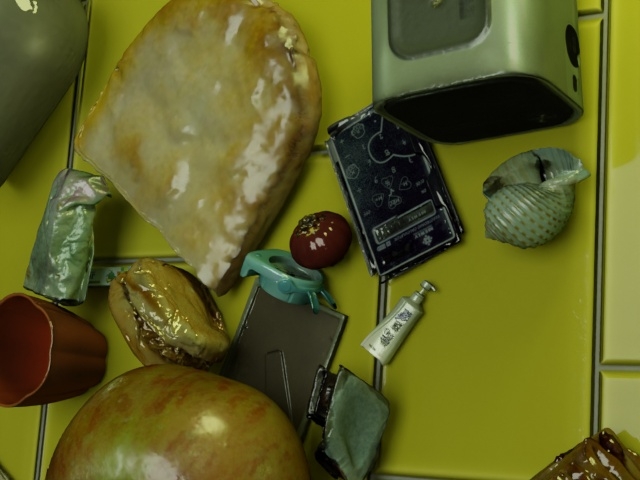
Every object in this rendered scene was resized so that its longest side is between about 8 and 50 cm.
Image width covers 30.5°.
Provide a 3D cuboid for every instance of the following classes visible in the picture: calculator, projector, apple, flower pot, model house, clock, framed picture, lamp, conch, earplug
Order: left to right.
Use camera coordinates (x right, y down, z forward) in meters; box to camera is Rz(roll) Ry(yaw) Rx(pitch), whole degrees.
[{"bbox_3d":[-0.605,-0.328,2.102,0.312,0.313,0.394,45,103,30],"label":"earplug"},{"bbox_3d":[-0.462,0.195,1.983,0.191,0.173,0.190,-8,74,30],"label":"flower pot"},{"bbox_3d":[-0.196,0.368,1.690,0.400,0.333,0.400,8,112,20],"label":"apple"},{"bbox_3d":[-0.076,0.205,1.832,0.189,0.023,0.260,20,91,33],"label":"framed picture"},{"bbox_3d":[-0.042,0.063,1.795,0.147,0.108,0.045,31,111,29],"label":"clock"},{"bbox_3d":[0.000,0.000,1.791,0.101,0.090,0.101,-27,29,16],"label":"lamp"},{"bbox_3d":[0.020,0.263,1.713,0.152,0.106,0.165,8,80,64],"label":"model house"},{"bbox_3d":[0.107,-0.085,1.780,0.166,0.028,0.274,-29,66,23],"label":"calculator"},{"bbox_3d":[0.215,-0.291,1.626,0.248,0.249,0.249,-8,75,30],"label":"projector"},{"bbox_3d":[0.289,-0.054,1.619,0.153,0.102,0.135,-25,50,-11],"label":"conch"}]

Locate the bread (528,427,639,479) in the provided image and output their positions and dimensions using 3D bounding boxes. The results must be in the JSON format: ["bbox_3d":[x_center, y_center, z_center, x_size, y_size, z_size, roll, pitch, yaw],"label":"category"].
[{"bbox_3d":[0.309,0.423,1.462,0.324,0.167,0.277,-46,60,14],"label":"bread"}]

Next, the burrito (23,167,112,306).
[{"bbox_3d":[-0.434,-0.009,1.991,0.144,0.089,0.228,18,98,41],"label":"burrito"}]

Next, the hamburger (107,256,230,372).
[{"bbox_3d":[-0.233,0.125,1.844,0.108,0.214,0.213,-39,62,17],"label":"hamburger"}]

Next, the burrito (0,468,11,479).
[{"bbox_3d":[-0.564,0.438,2.074,0.045,0.041,0.185,-32,54,-25],"label":"burrito"}]

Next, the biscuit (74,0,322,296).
[{"bbox_3d":[-0.192,-0.204,1.946,0.429,0.104,0.446,36,102,31],"label":"biscuit"}]

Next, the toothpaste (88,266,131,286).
[{"bbox_3d":[-0.375,0.064,2.034,0.164,0.046,0.034,-3,82,31],"label":"toothpaste"}]

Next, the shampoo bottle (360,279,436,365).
[{"bbox_3d":[0.118,0.115,1.727,0.049,0.034,0.141,43,101,37],"label":"shampoo bottle"}]
